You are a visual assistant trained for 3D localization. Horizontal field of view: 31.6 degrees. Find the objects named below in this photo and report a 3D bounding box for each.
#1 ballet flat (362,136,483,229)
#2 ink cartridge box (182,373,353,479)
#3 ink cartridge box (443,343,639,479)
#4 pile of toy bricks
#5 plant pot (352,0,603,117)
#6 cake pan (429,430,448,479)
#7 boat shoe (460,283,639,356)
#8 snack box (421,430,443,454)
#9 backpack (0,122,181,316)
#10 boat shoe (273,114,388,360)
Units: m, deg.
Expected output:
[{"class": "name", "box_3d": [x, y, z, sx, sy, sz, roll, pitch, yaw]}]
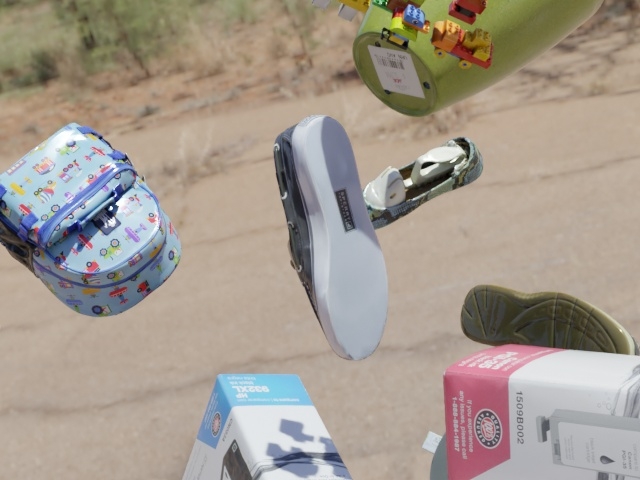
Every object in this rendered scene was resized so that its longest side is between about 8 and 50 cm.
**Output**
[{"class": "ballet flat", "box_3d": [0.110, -0.075, 1.382, 0.188, 0.070, 0.070, -28, 20, -9]}, {"class": "ink cartridge box", "box_3d": [-0.063, 0.354, 1.464, 0.129, 0.223, 0.307, 6, 30, -28]}, {"class": "ink cartridge box", "box_3d": [0.248, 0.200, 0.895, 0.283, 0.207, 0.117, 1, 6, 41]}, {"class": "pile of toy bricks", "box_3d": [0.106, -0.273, 1.190, 0.105, 0.212, 0.118, 131, 154, -51]}, {"class": "plant pot", "box_3d": [0.181, -0.305, 1.482, 0.293, 0.275, 0.274, -46, 31, -24]}, {"class": "cake pan", "box_3d": [0.270, 0.294, 1.515, 0.293, 0.054, 0.293, -27, 29, 16]}, {"class": "boat shoe", "box_3d": [0.232, 0.089, 1.106, 0.073, 0.080, 0.223, 9, 3, -35]}, {"class": "snack box", "box_3d": [0.262, 0.393, 2.022, 0.141, 0.100, 0.037, 22, 80, 29]}, {"class": "backpack", "box_3d": [-0.236, -0.015, 1.172, 0.158, 0.117, 0.173, -39, 66, -23]}, {"class": "boat shoe", "box_3d": [0.000, 0.000, 1.058, 0.080, 0.229, 0.076, -18, 6, -39]}]
